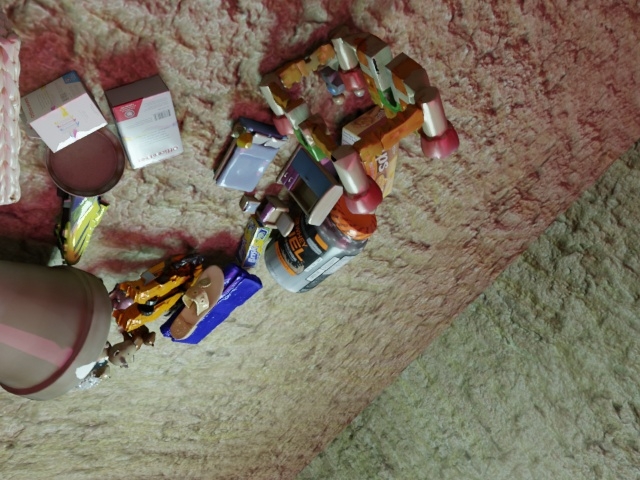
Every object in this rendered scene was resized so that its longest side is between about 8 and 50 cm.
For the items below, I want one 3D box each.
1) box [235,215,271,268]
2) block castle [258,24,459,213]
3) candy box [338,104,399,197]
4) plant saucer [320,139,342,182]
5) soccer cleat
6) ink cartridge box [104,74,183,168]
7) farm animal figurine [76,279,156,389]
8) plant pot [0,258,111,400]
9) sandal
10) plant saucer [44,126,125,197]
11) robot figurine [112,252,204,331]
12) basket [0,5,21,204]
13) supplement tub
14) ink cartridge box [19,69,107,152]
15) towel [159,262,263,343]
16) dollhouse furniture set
[{"bbox_3d":[-0.207,0.006,1.816,0.054,0.059,0.168,-3,133,-36],"label":"box"},{"bbox_3d":[0.083,-0.288,1.396,0.303,0.453,0.212,-36,138,-4],"label":"block castle"},{"bbox_3d":[0.147,-0.237,1.785,0.183,0.088,0.316,-38,149,-30],"label":"candy box"},{"bbox_3d":[0.023,-0.212,1.786,0.195,0.037,0.195,-23,144,-18],"label":"plant saucer"},{"bbox_3d":[-0.564,-0.050,1.412,0.121,0.093,0.289,-10,137,-37],"label":"soccer cleat"},{"bbox_3d":[-0.393,-0.263,1.329,0.128,0.072,0.175,-24,143,-19],"label":"ink cartridge box"},{"bbox_3d":[-0.628,0.299,1.687,0.327,0.172,0.330,-34,145,-5],"label":"farm animal figurine"},{"bbox_3d":[-0.691,0.173,1.322,0.323,0.323,0.280,-41,145,5],"label":"plant pot"},{"bbox_3d":[-0.357,0.178,1.681,0.240,0.088,0.079,-58,168,-1],"label":"sandal"},{"bbox_3d":[-0.516,-0.178,1.296,0.169,0.029,0.168,-4,97,-34],"label":"plant saucer"},{"bbox_3d":[-0.441,0.130,1.661,0.291,0.085,0.211,-35,155,-57],"label":"robot figurine"},{"bbox_3d":[-0.643,-0.239,0.920,0.267,0.328,0.331,-10,137,-36],"label":"basket"},{"bbox_3d":[0.000,0.000,1.790,0.207,0.207,0.338,5,145,-44],"label":"supplement tub"},{"bbox_3d":[-0.529,-0.258,1.201,0.143,0.092,0.090,-31,145,-7],"label":"ink cartridge box"},{"bbox_3d":[-0.324,0.209,1.825,0.308,0.076,0.227,-41,157,2],"label":"towel"},{"bbox_3d":[-0.144,-0.136,1.586,0.303,0.198,0.286,9,125,-46],"label":"dollhouse furniture set"}]
